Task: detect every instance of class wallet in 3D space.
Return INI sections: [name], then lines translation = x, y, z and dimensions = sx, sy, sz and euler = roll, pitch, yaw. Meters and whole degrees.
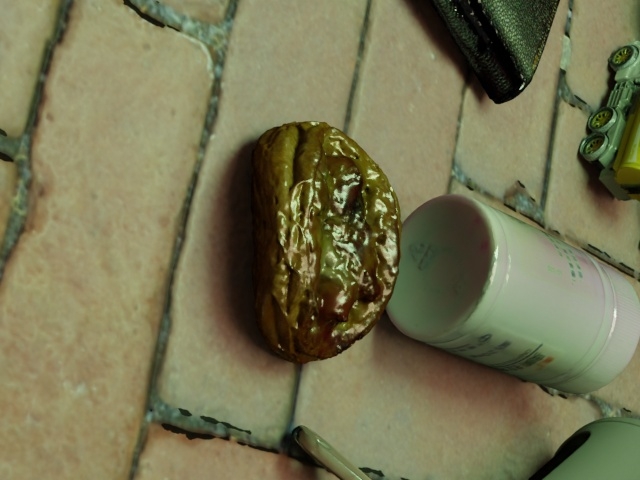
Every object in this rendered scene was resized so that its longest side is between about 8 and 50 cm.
[wallet]
translation = 0.194, -0.314, 1.462
dimensions = 0.221, 0.071, 0.262
euler = 49, 47, -27

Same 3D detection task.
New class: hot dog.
[hot dog]
translation = -0.004, 0.000, 1.204
dimensions = 0.160, 0.099, 0.226
euler = 2, 85, -43

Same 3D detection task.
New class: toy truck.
[toy truck]
translation = 0.404, -0.144, 1.603
dimensions = 0.098, 0.114, 0.227
euler = 42, 57, -32

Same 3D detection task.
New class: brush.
[brush]
translation = 0.085, 0.282, 1.180
dimensions = 0.313, 0.072, 0.067
euler = 39, 90, 9

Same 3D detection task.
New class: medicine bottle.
[medicine bottle]
translation = 0.200, 0.061, 1.351
dimensions = 0.254, 0.152, 0.152
euler = 23, 68, -40

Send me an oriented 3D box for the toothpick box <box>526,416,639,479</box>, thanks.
[toothpick box]
translation = 0.261, 0.338, 1.321
dimensions = 0.316, 0.229, 0.229
euler = -26, 102, -42
